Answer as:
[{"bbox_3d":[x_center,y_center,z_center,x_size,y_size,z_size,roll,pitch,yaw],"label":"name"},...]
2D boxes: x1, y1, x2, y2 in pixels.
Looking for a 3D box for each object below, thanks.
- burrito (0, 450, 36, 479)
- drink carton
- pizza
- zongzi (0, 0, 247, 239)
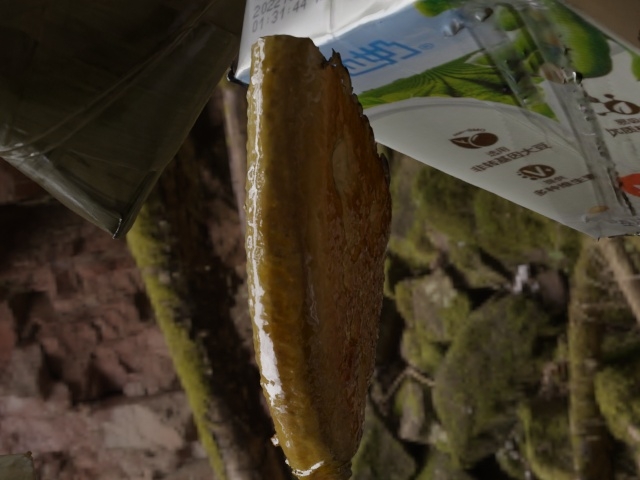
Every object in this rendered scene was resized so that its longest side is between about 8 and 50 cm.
[{"bbox_3d":[-0.391,0.278,0.935,0.105,0.299,0.143,-122,29,-47],"label":"burrito"},{"bbox_3d":[0.140,-0.111,0.601,0.324,0.194,0.132,19,-110,-37],"label":"drink carton"},{"bbox_3d":[0.000,0.000,0.425,0.131,0.041,0.178,-64,-29,-56],"label":"pizza"},{"bbox_3d":[-0.215,-0.262,1.025,0.418,0.447,0.181,29,-172,-41],"label":"zongzi"}]
